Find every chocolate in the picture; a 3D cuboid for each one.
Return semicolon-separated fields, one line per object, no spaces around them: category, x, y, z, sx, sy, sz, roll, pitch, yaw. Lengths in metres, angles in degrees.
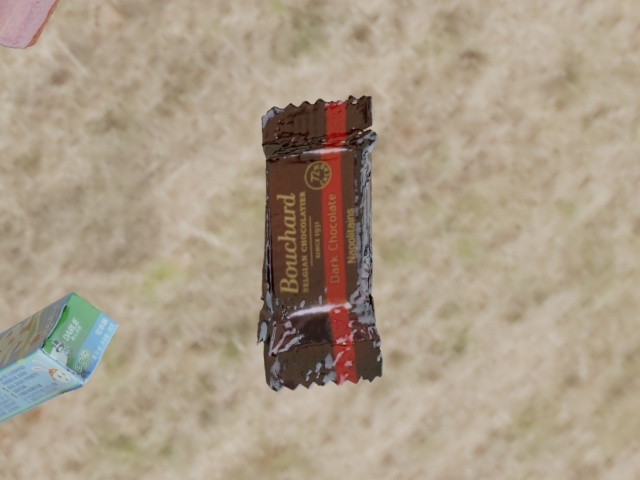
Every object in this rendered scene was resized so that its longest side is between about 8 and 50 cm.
chocolate;0.000;0.000;1.046;0.086;0.182;0.028;-10;163;26

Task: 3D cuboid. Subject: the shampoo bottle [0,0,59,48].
shampoo bottle;-0.136;-0.264;1.007;0.076;0.118;0.314;16;124;-31

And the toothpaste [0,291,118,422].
toothpaste;-0.262;0.113;1.437;0.267;0.050;0.065;-26;-148;51
